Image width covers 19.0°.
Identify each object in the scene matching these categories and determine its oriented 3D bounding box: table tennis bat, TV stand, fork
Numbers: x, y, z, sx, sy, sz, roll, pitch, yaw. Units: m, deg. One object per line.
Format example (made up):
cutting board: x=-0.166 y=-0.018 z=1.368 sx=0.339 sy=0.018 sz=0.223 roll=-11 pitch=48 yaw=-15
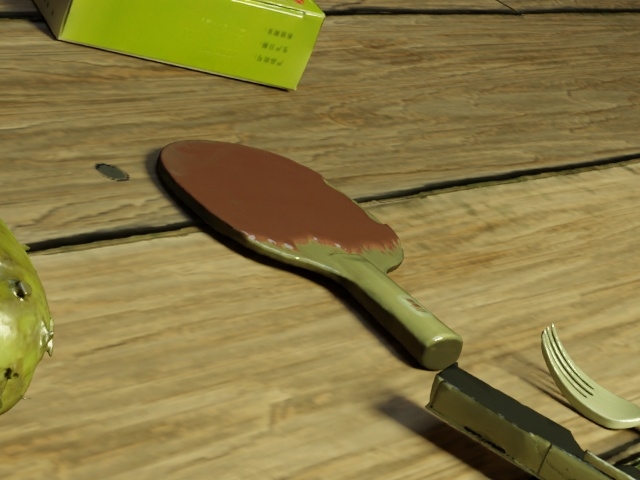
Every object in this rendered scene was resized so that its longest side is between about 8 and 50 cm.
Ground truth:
table tennis bat: x=0.000 y=0.000 z=1.044 sx=0.131 sy=0.022 sz=0.234 roll=4 pitch=27 yaw=-41
TV stand: x=0.157 y=0.129 z=0.862 sx=0.249 sy=0.042 sz=0.036 roll=30 pitch=25 yaw=19
fork: x=0.204 y=0.112 z=0.982 sx=0.219 sy=0.028 sz=0.034 roll=32 pitch=15 yaw=12

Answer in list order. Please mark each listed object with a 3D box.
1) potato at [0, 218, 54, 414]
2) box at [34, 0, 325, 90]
potato: x=-0.193 y=0.005 z=0.743 sx=0.225 sy=0.090 sz=0.117 roll=29 pitch=28 yaw=34
box: x=-0.125 y=-0.198 z=1.328 sx=0.175 sy=0.062 sz=0.260 roll=10 pitch=24 yaw=-28
